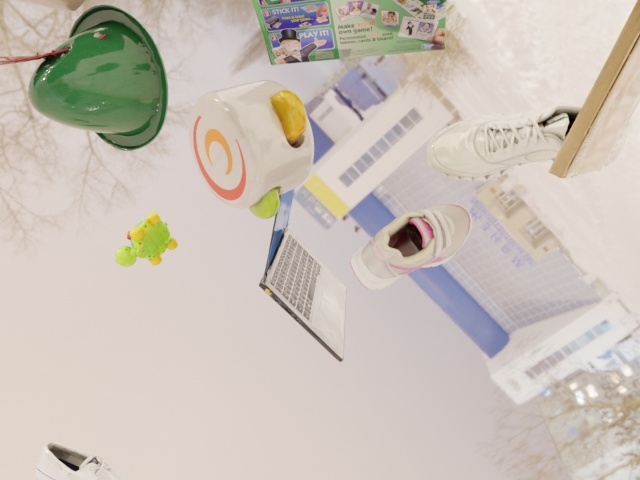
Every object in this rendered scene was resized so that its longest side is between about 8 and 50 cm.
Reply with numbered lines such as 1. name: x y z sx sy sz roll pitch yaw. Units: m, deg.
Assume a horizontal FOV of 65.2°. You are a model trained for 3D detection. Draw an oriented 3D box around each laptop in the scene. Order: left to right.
1. laptop: 0.000 0.000 1.222 0.408 0.236 0.382 46 -163 -12

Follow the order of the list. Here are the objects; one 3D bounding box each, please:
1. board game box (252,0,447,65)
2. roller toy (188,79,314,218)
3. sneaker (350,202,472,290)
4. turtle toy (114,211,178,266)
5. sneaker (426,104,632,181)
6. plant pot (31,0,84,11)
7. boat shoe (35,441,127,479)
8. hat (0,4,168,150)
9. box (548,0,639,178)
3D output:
1. board game box: 0.048 -0.400 0.825 0.214 0.316 0.046 73 -162 -58
2. roller toy: -0.110 -0.162 0.825 0.146 0.210 0.191 -28 -129 -36
3. sneaker: 0.176 -0.002 0.858 0.252 0.111 0.103 -28 -103 -27
4. turtle toy: -0.363 0.005 1.028 0.130 0.066 0.095 -51 -48 -34
5. sneaker: 0.306 -0.156 0.753 0.118 0.291 0.110 9 -104 -74
6. plant pot: -0.345 -0.396 0.489 0.190 0.284 0.284 -6 -127 -41
7. boat shoe: -0.544 0.548 1.171 0.257 0.084 0.095 17 -172 3
8. hat: -0.310 -0.168 0.564 0.183 0.208 0.173 -35 -67 -53
9. box: 0.332 -0.167 0.550 0.021 0.201 0.164 35 -150 31
